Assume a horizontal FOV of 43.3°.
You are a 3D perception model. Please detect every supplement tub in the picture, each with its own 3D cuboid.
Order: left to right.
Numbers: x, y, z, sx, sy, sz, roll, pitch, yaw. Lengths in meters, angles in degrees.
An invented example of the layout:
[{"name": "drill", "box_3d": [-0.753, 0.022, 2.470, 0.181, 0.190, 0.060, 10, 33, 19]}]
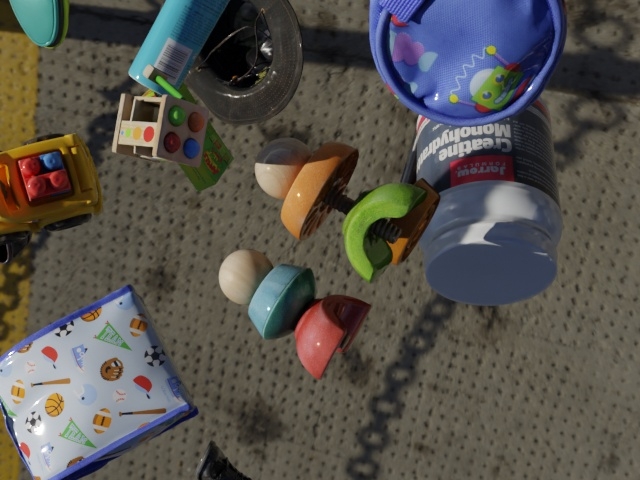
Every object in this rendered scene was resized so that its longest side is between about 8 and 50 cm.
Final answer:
[{"name": "supplement tub", "box_3d": [0.226, -0.070, 1.100, 0.191, 0.272, 0.191, 3, 147, 2]}]

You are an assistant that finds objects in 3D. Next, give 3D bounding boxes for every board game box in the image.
[{"name": "board game box", "box_3d": [-0.225, -0.183, 1.355, 0.043, 0.092, 0.181, -20, 116, 28]}]

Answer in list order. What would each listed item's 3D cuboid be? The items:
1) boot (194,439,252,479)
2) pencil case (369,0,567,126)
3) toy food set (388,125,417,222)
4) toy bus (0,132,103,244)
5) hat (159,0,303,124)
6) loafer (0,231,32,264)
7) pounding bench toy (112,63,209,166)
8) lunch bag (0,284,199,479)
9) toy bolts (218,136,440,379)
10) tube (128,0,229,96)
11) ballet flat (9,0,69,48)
[{"name": "boot", "box_3d": [-0.156, 0.562, 1.836, 0.228, 0.091, 0.263, 15, 144, 18]}, {"name": "pencil case", "box_3d": [0.094, -0.209, 0.574, 0.133, 0.306, 0.119, 36, 126, -24]}, {"name": "toy food set", "box_3d": [0.284, -0.080, 1.562, 0.306, 0.092, 0.220, 13, 97, -23]}, {"name": "toy bus", "box_3d": [-0.446, -0.080, 1.216, 0.220, 0.211, 0.150, -17, 94, -15]}, {"name": "hat", "box_3d": [-0.145, -0.398, 1.561, 0.331, 0.134, 0.332, 14, 119, 27]}, {"name": "loafer", "box_3d": [-0.673, -0.082, 1.600, 0.109, 0.095, 0.303, -9, 130, 14]}, {"name": "pounding bench toy", "box_3d": [-0.133, -0.110, 0.696, 0.065, 0.052, 0.083, 8, 89, 37]}, {"name": "lunch bag", "box_3d": [-0.518, 0.338, 1.818, 0.385, 0.239, 0.328, -28, 76, -11]}, {"name": "toy bolts", "box_3d": [0.000, 0.000, 0.839, 0.158, 0.218, 0.229, 32, 109, 12]}, {"name": "tube", "box_3d": [-0.121, -0.244, 0.807, 0.052, 0.080, 0.207, 39, 104, 23]}, {"name": "ballet flat", "box_3d": [-0.310, -0.327, 0.864, 0.077, 0.077, 0.231, -8, 112, 29]}]
